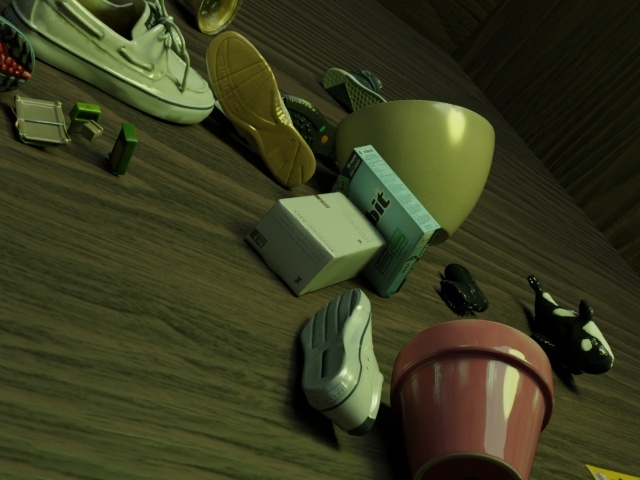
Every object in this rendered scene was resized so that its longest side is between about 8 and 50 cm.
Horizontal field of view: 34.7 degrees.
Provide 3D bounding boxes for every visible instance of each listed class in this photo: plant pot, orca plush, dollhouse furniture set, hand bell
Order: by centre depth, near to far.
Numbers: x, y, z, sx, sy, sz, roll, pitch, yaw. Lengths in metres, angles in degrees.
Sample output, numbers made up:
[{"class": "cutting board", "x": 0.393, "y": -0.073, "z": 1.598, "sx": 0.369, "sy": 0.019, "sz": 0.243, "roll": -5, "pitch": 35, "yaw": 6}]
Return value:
[{"class": "plant pot", "x": 0.178, "y": 0.225, "z": 1.224, "sx": 0.201, "sy": 0.201, "sz": 0.180, "roll": 36, "pitch": 36, "yaw": -19}, {"class": "dollhouse furniture set", "x": -0.303, "y": -0.123, "z": 1.237, "sx": 0.152, "sy": 0.058, "sz": 0.076, "roll": 5, "pitch": 46, "yaw": -31}, {"class": "plant pot", "x": 0.162, "y": -0.098, "z": 1.802, "sx": 0.284, "sy": 0.284, "sz": 0.191, "roll": 24, "pitch": 62, "yaw": -43}, {"class": "orca plush", "x": 0.458, "y": 0.168, "z": 2.014, "sx": 0.102, "sy": 0.151, "sz": 0.287, "roll": 0, "pitch": 40, "yaw": -18}, {"class": "hand bell", "x": -0.284, "y": -0.525, "z": 2.047, "sx": 0.242, "sy": 0.126, "sz": 0.126, "roll": 37, "pitch": 16, "yaw": 21}]

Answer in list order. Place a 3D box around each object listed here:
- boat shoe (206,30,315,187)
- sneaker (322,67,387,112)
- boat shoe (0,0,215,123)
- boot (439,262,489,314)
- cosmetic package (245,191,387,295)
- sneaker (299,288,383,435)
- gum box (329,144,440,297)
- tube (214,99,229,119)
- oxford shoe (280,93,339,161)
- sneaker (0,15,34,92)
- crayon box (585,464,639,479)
[{"class": "boat shoe", "x": -0.107, "y": -0.212, "z": 1.662, "sx": 0.277, "sy": 0.098, "sz": 0.096, "roll": 62, "pitch": -7, "yaw": -23}, {"class": "sneaker", "x": 0.124, "y": -0.320, "z": 2.402, "sx": 0.226, "sy": 0.086, "sz": 0.163, "roll": 47, "pitch": 22, "yaw": 15}, {"class": "boat shoe", "x": -0.264, "y": -0.295, "z": 1.473, "sx": 0.367, "sy": 0.156, "sz": 0.136, "roll": 24, "pitch": 27, "yaw": -44}, {"class": "boot", "x": 0.247, "y": 0.085, "z": 1.856, "sx": 0.099, "sy": 0.045, "sz": 0.121, "roll": 9, "pitch": 39, "yaw": -53}, {"class": "cosmetic package", "x": 0.000, "y": 0.000, "z": 1.484, "sx": 0.117, "sy": 0.085, "sz": 0.231, "roll": 46, "pitch": 18, "yaw": 11}, {"class": "sneaker", "x": 0.030, "y": 0.148, "z": 1.250, "sx": 0.091, "sy": 0.094, "sz": 0.258, "roll": 57, "pitch": 19, "yaw": -17}, {"class": "gum box", "x": 0.087, "y": -0.030, "z": 1.608, "sx": 0.041, "sy": 0.157, "sz": 0.184, "roll": -16, "pitch": 58, "yaw": -38}, {"class": "tube", "x": -0.133, "y": -0.248, "z": 1.794, "sx": 0.070, "sy": 0.062, "sz": 0.240, "roll": 7, "pitch": 28, "yaw": 2}, {"class": "oxford shoe", "x": -0.025, "y": -0.211, "z": 1.915, "sx": 0.227, "sy": 0.083, "sz": 0.096, "roll": 29, "pitch": 6, "yaw": -39}, {"class": "sneaker", "x": -0.449, "y": -0.264, "z": 1.178, "sx": 0.262, "sy": 0.104, "sz": 0.125, "roll": 41, "pitch": 1, "yaw": -18}, {"class": "crayon box", "x": 0.474, "y": 0.474, "z": 1.417, "sx": 0.203, "sy": 0.083, "sz": 0.323, "roll": 23, "pitch": 28, "yaw": -45}]
